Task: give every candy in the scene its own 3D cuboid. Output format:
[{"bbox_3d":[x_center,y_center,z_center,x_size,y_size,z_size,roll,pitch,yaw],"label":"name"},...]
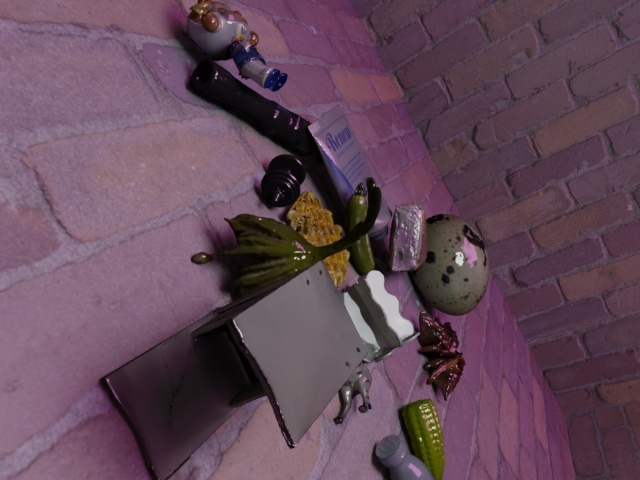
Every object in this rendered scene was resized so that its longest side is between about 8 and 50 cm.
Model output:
[{"bbox_3d":[0.275,0.523,1.215,0.096,0.096,0.210,11,63,-57],"label":"candy"}]

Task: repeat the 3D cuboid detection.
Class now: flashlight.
[{"bbox_3d":[-0.150,-0.328,1.196,0.423,0.103,0.103,19,51,-53],"label":"flashlight"}]

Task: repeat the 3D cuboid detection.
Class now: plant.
[{"bbox_3d":[-0.027,0.046,0.861,0.251,0.333,0.180,57,40,-39],"label":"plant"}]

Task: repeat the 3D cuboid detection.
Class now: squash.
[{"bbox_3d":[0.110,-0.010,1.340,0.071,0.080,0.319,-37,125,-43],"label":"squash"}]

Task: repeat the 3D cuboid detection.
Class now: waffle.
[{"bbox_3d":[-0.002,0.001,1.215,0.250,0.056,0.261,55,24,-18],"label":"waffle"}]

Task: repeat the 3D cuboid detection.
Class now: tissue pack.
[{"bbox_3d":[0.286,0.000,1.513,0.256,0.122,0.215,24,70,-80],"label":"tissue pack"}]

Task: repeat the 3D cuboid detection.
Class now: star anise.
[{"bbox_3d":[0.415,0.386,1.558,0.349,0.108,0.293,29,38,-47],"label":"star anise"}]

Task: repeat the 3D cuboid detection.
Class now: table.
[{"bbox_3d":[0.132,0.190,1.190,0.198,0.166,0.166,59,26,8],"label":"table"}]

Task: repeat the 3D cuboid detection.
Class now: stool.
[{"bbox_3d":[-0.105,0.176,0.674,0.171,0.243,0.269,63,27,-1],"label":"stool"}]

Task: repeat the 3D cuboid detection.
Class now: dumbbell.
[{"bbox_3d":[-0.090,-0.148,1.142,0.099,0.099,0.209,50,29,-24],"label":"dumbbell"}]

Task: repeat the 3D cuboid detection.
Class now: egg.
[{"bbox_3d":[0.474,0.088,1.728,0.287,0.287,0.380,13,72,-57],"label":"egg"}]

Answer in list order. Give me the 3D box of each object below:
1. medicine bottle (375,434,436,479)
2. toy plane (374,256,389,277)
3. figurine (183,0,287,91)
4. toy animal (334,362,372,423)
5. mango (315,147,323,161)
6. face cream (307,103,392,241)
[{"bbox_3d":[0.210,0.550,1.071,0.217,0.090,0.090,56,28,-13],"label":"medicine bottle"},{"bbox_3d":[0.205,0.085,1.526,0.083,0.033,0.080,57,17,-13],"label":"toy plane"},{"bbox_3d":[-0.196,-0.454,1.099,0.274,0.133,0.194,37,25,-11],"label":"figurine"},{"bbox_3d":[0.039,0.269,1.025,0.170,0.089,0.255,-18,85,-66],"label":"toy animal"},{"bbox_3d":[0.029,-0.310,1.503,0.111,0.089,0.163,50,23,-24],"label":"mango"},{"bbox_3d":[0.097,-0.186,1.412,0.421,0.137,0.235,63,36,-19],"label":"face cream"}]
